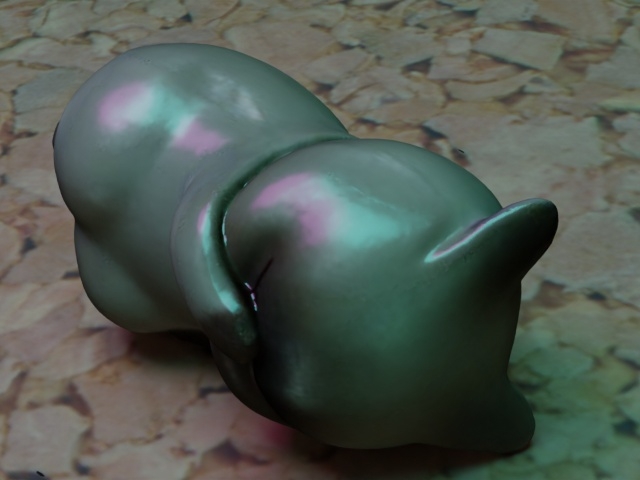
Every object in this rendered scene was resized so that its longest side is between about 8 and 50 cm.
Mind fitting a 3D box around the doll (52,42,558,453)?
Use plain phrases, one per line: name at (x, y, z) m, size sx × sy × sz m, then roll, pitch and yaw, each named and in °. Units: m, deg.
doll at (-0.031, 0.000, 0.976) m, size 0.226 × 0.215 × 0.370 m, roll -14°, pitch 32°, yaw -31°
